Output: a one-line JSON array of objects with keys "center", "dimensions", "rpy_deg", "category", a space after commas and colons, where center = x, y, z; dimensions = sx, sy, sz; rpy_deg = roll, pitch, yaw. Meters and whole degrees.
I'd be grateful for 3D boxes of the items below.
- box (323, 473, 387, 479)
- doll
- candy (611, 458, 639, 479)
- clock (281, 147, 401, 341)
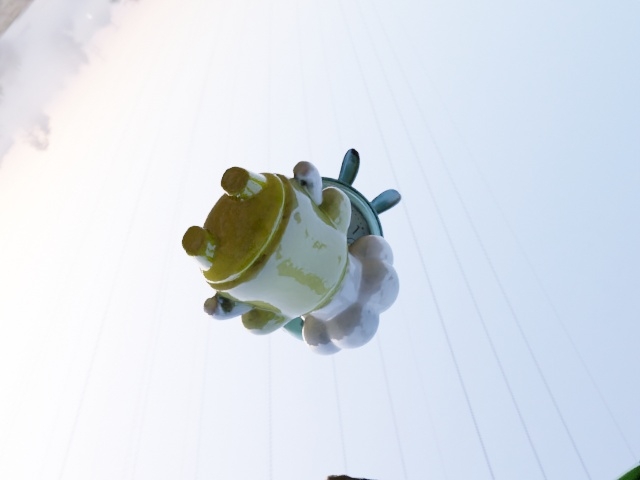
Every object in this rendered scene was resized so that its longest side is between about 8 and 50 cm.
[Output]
[{"center": [0.017, 0.240, 0.251], "dimensions": [0.184, 0.143, 0.274], "rpy_deg": [-10, -96, 48], "category": "box"}, {"center": [-0.011, 0.016, 0.448], "dimensions": [0.062, 0.162, 0.106], "rpy_deg": [35, -91, 45], "category": "doll"}, {"center": [0.244, 0.256, 0.606], "dimensions": [0.178, 0.102, 0.032], "rpy_deg": [-29, -178, -16], "category": "candy"}, {"center": [0.000, 0.000, 0.533], "dimensions": [0.135, 0.101, 0.041], "rpy_deg": [-47, -174, 2], "category": "clock"}]
